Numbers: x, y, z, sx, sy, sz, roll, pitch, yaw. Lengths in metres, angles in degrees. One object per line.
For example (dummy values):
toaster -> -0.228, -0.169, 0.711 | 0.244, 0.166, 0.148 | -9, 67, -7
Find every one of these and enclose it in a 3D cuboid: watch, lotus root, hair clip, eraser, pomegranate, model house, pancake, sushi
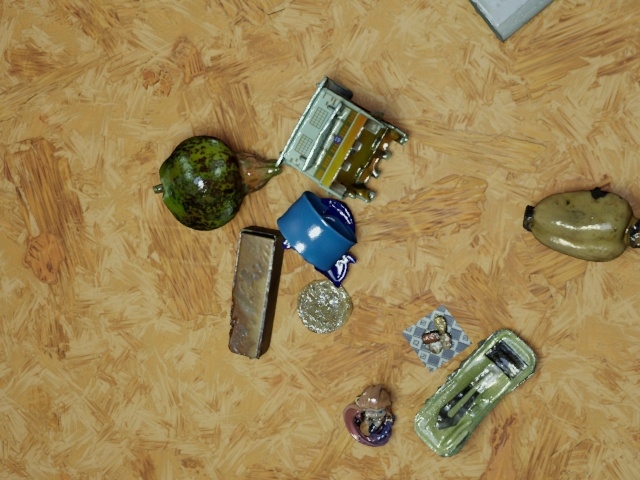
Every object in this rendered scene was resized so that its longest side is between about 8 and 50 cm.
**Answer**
watch -> -0.002, -0.010, 1.615 | 0.196, 0.200, 0.171 | 37, 100, 9
lotus root -> 0.566, -0.036, 1.516 | 0.256, 0.140, 0.154 | 12, 113, 21
hair clip -> 0.351, 0.347, 1.641 | 0.138, 0.091, 0.321 | 45, 92, 12
eraser -> 0.426, -0.560, 1.508 | 0.227, 0.081, 0.174 | -39, 92, 13
pomegranate -> -0.241, -0.152, 1.662 | 0.276, 0.222, 0.204 | -41, 78, -18
model house -> 0.043, -0.218, 1.577 | 0.215, 0.198, 0.224 | 34, 104, 19
pancake -> 0.007, 0.158, 1.722 | 0.139, 0.022, 0.140 | 2, 97, 12
sushi -> 0.271, 0.234, 1.672 | 0.126, 0.026, 0.120 | -37, 89, 15

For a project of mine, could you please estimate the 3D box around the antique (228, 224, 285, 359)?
antique -> -0.158, 0.125, 1.722 | 0.093, 0.087, 0.310 | 11, 100, 13

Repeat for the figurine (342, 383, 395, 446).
figurine -> 0.118, 0.398, 1.680 | 0.126, 0.114, 0.157 | 0, 113, -3
